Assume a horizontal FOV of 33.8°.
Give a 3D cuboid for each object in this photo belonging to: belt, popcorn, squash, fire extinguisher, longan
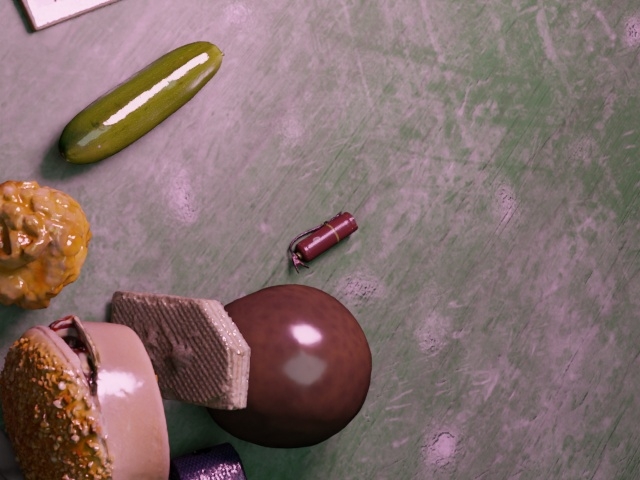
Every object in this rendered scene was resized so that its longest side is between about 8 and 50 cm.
[{"bbox_3d":[-0.163,0.423,1.557,0.126,0.140,0.230,-15,97,-21],"label":"belt"},{"bbox_3d":[-0.403,0.006,1.440,0.180,0.170,0.180,0,90,18],"label":"popcorn"},{"bbox_3d":[-0.264,-0.202,1.550,0.292,0.082,0.082,-40,106,-24],"label":"squash"},{"bbox_3d":[0.000,0.000,1.701,0.132,0.039,0.056,-33,70,-23],"label":"fire extinguisher"},{"bbox_3d":[-0.051,0.184,1.557,0.258,0.258,0.258,1,88,-27],"label":"longan"}]

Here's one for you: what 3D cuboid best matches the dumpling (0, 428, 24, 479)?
[{"bbox_3d":[-0.485,0.333,1.381,0.204,0.163,0.293,-42,95,-17],"label":"dumpling"}]

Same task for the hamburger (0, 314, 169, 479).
[{"bbox_3d":[-0.319,0.245,1.399,0.170,0.302,0.301,-8,92,-29],"label":"hamburger"}]

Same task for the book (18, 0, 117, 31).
[{"bbox_3d":[-0.386,-0.484,1.531,0.217,0.021,0.310,-28,101,-24],"label":"book"}]

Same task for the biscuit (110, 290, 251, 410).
[{"bbox_3d":[-0.203,0.152,1.479,0.052,0.252,0.150,6,88,-54],"label":"biscuit"}]
